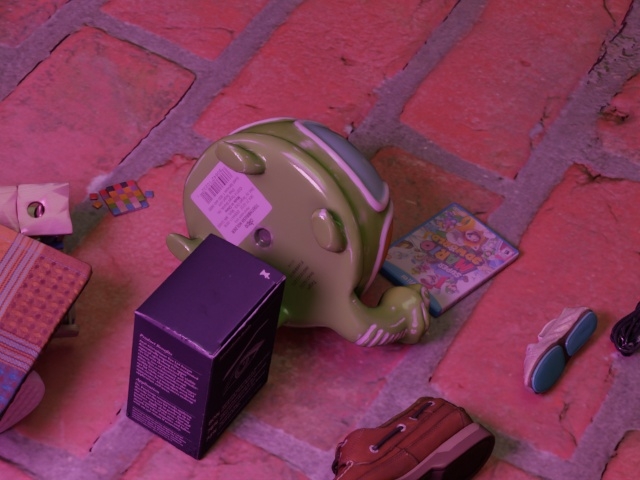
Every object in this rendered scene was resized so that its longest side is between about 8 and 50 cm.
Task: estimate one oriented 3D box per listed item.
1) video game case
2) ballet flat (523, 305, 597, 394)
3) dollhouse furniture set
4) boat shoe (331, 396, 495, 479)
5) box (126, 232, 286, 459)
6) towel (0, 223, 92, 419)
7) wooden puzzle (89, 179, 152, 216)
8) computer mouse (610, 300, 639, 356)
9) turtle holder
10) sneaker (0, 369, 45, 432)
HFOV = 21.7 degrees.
[{"bbox_3d":[0.164,0.023,2.194,0.119,0.015,0.166,40,53,24],"label":"video game case"},{"bbox_3d":[0.288,0.138,2.096,0.052,0.057,0.168,10,35,38],"label":"ballet flat"},{"bbox_3d":[-0.368,0.035,2.034,0.129,0.129,0.183,-3,78,-13],"label":"dollhouse furniture set"},{"bbox_3d":[0.059,0.273,1.889,0.307,0.110,0.104,-23,51,-40],"label":"boat shoe"},{"bbox_3d":[-0.132,0.122,1.913,0.108,0.207,0.153,29,49,16],"label":"box"},{"bbox_3d":[-0.473,0.052,1.847,0.370,0.040,0.271,24,52,4],"label":"towel"},{"bbox_3d":[-0.259,-0.055,2.192,0.083,0.006,0.049,-18,53,-25],"label":"wooden puzzle"},{"bbox_3d":[0.518,0.129,2.136,0.262,0.060,0.184,20,50,24],"label":"computer mouse"},{"bbox_3d":[-0.002,-0.019,2.052,0.320,0.243,0.227,23,30,23],"label":"turtle holder"},{"bbox_3d":[-0.473,0.178,1.853,0.321,0.126,0.127,-19,59,-24],"label":"sneaker"}]
